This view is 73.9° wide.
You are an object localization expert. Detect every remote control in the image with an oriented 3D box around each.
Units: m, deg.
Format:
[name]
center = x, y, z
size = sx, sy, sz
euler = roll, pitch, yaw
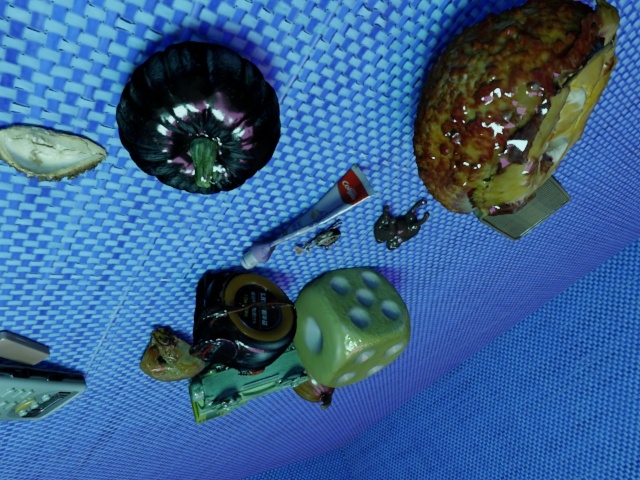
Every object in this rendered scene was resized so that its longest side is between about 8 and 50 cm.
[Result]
[remote control]
center = -0.613, 0.306, 0.846
size = 0.140, 0.056, 0.296
euler = -35, 157, -5

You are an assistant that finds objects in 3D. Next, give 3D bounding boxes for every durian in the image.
[durian]
center = -0.343, -0.106, 0.541
size = 0.131, 0.052, 0.066
euler = 5, 97, -43

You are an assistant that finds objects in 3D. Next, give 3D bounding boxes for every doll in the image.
[doll]
center = 0.182, -0.025, 0.995
size = 0.139, 0.057, 0.165
euler = -13, 149, -26

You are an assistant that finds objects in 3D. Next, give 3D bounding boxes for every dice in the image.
[dice]
center = 0.075, 0.224, 1.107
size = 0.233, 0.226, 0.238
euler = -6, 140, -32

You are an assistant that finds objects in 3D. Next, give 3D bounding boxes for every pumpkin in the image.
[pumpkin]
center = -0.145, -0.145, 0.525
size = 0.194, 0.150, 0.194
euler = -8, 111, -22

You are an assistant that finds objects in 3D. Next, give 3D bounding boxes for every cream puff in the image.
[cream puff]
center = 0.273, -0.197, 0.659
size = 0.351, 0.229, 0.350
euler = -35, 144, -31

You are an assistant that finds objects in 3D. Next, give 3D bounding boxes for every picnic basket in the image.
[picnic basket]
center = 0.418, -0.119, 0.949
size = 0.267, 0.139, 0.165
euler = 16, 128, -46

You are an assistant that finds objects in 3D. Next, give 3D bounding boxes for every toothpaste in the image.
[toothpaste]
center = -0.034, -0.033, 0.820
size = 0.301, 0.075, 0.048
euler = -34, 124, 16

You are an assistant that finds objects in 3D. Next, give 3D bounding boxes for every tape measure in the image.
[tape measure]
center = -0.158, 0.166, 0.883
size = 0.223, 0.202, 0.135
euler = 19, 129, -30

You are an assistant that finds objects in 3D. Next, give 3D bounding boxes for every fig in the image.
[fig]
center = -0.008, 0.475, 1.410
size = 0.175, 0.207, 0.175
euler = -25, 143, -21

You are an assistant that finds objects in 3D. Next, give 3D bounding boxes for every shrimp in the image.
[shrimp]
center = -0.369, 0.280, 1.028
size = 0.146, 0.061, 0.267
euler = -10, 147, -9

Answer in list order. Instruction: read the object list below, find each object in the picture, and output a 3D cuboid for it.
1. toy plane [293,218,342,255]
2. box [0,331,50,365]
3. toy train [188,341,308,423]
[toy plane]
center = 0.000, 0.000, 0.922
size = 0.121, 0.031, 0.049
euler = -31, 142, 1
[box]
center = -0.575, 0.206, 0.808
size = 0.048, 0.025, 0.115
euler = -31, 147, -4
[toy train]
center = -0.196, 0.405, 1.249
size = 0.369, 0.150, 0.237
euler = -10, 152, -24
